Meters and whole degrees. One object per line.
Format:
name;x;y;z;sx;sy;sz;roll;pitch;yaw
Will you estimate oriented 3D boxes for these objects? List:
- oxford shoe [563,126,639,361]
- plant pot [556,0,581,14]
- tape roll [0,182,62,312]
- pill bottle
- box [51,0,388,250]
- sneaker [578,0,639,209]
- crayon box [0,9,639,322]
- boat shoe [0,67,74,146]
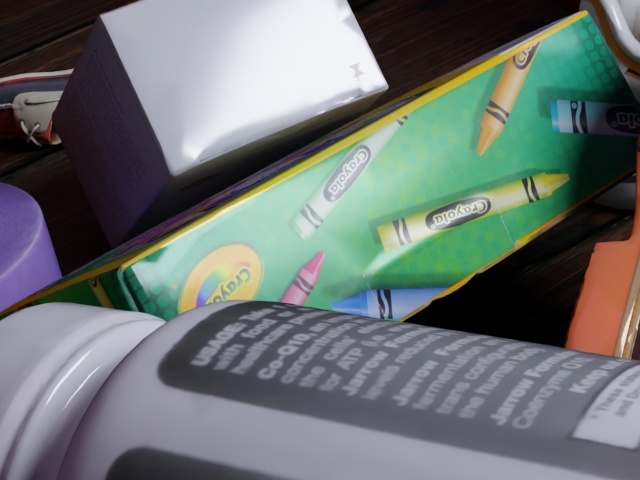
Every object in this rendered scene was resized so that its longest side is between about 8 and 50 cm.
oxford shoe;0.182;-0.014;0.768;0.098;0.097;0.271;9;61;23
plant pot;0.292;-0.262;1.106;0.267;0.236;0.267;-17;27;-8
tape roll;-0.221;0.045;0.908;0.189;0.080;0.189;-11;26;6
pill bottle;0.017;0.105;0.568;0.283;0.161;0.161;8;33;31
box;-0.060;-0.075;0.974;0.130;0.091;0.170;-23;-6;-21
sneaker;0.280;-0.090;0.897;0.321;0.127;0.126;-3;26;16
crayon box;0.000;0.000;0.824;0.278;0.081;0.165;-30;5;-31
boat shoe;-0.178;-0.085;1.191;0.137;0.049;0.043;-13;65;-1
